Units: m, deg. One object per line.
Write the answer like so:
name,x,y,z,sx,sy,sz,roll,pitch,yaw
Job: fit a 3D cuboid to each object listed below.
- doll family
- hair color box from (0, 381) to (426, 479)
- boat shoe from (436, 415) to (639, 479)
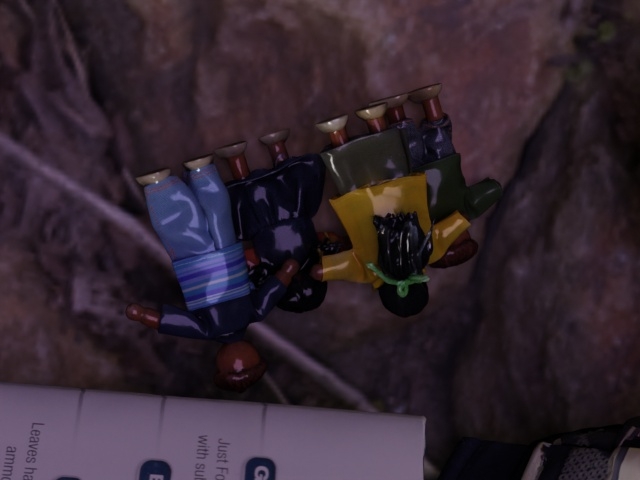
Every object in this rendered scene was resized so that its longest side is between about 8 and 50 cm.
doll family,0.000,0.000,0.579,0.193,0.076,0.111,-16,99,-1
hair color box,-0.133,0.157,0.512,0.347,0.105,0.174,5,61,-4
boat shoe,0.093,0.241,0.521,0.127,0.158,0.341,31,69,-28
